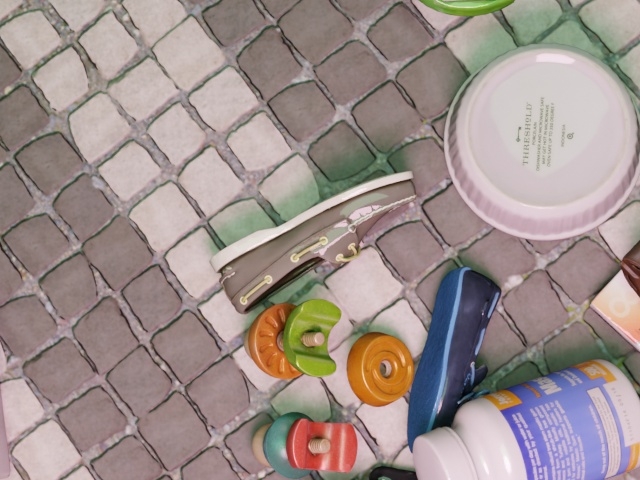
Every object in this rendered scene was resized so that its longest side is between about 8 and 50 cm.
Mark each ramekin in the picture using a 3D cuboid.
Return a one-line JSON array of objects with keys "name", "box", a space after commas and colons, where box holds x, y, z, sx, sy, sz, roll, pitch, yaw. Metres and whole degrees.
[{"name": "ramekin", "box": [0.299, -0.138, 1.784, 0.272, 0.127, 0.273, -1, 85, 6]}]

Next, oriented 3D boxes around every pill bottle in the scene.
[{"name": "pill bottle", "box": [0.261, 0.257, 1.696, 0.272, 0.152, 0.152, -15, 82, -17]}]

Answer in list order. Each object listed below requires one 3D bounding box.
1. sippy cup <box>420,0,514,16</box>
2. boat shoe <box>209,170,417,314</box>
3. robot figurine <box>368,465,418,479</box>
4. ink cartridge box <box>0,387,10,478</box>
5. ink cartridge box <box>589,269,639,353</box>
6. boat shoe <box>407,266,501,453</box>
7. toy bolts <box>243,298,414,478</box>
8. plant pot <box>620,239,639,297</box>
[{"name": "sippy cup", "box": [0.202, -0.473, 1.793, 0.224, 0.240, 0.305, -7, 122, -4]}, {"name": "boat shoe", "box": [0.001, 0.000, 1.819, 0.305, 0.109, 0.091, -26, 82, 10]}, {"name": "robot figurine", "box": [0.104, 0.411, 1.734, 0.278, 0.209, 0.174, 11, 104, 7]}, {"name": "ink cartridge box", "box": [-0.653, 0.217, 1.843, 0.395, 0.166, 0.285, -9, 83, 5]}, {"name": "ink cartridge box", "box": [0.470, 0.070, 1.786, 0.145, 0.045, 0.179, 43, 93, 8]}, {"name": "boat shoe", "box": [0.187, 0.166, 1.778, 0.089, 0.109, 0.258, 19, 86, -19]}, {"name": "toy bolts", "box": [-0.008, 0.210, 1.810, 0.218, 0.158, 0.229, 18, 73, -32]}, {"name": "plant pot", "box": [0.485, 0.019, 1.717, 0.165, 0.167, 0.167, -41, 81, -6]}]
